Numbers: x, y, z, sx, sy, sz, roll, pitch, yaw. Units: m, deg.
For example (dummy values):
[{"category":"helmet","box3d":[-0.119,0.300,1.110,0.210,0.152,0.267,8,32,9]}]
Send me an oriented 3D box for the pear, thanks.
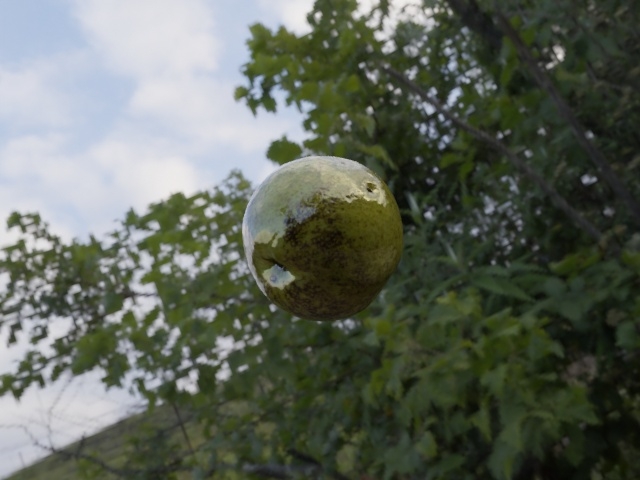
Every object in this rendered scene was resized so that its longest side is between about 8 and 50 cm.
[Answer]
[{"category":"pear","box3d":[0.000,0.000,1.141,0.197,0.197,0.197,-22,-17,-7]}]
